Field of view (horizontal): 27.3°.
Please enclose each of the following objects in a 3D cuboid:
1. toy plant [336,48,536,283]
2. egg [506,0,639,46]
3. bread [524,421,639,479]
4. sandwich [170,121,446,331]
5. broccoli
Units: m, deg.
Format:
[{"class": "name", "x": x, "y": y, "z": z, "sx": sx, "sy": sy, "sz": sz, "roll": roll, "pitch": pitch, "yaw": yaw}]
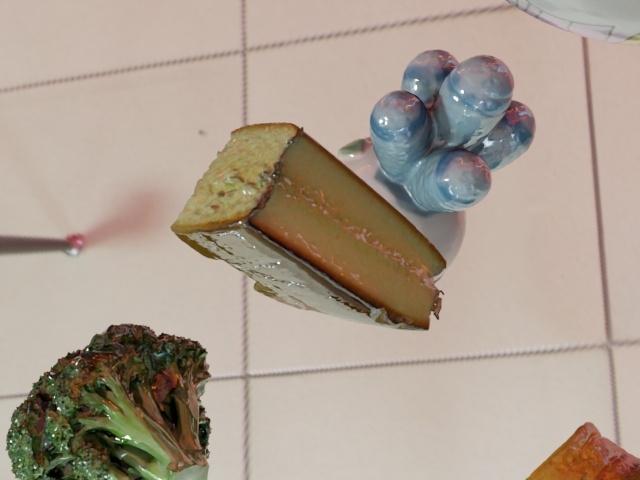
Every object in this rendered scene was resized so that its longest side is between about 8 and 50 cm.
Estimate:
[{"class": "toy plant", "x": 0.149, "y": -0.112, "z": 1.733, "sx": 0.247, "sy": 0.247, "sz": 0.332, "roll": 60, "pitch": 139, "yaw": 23}, {"class": "egg", "x": 0.236, "y": -0.245, "z": 1.019, "sx": 0.271, "sy": 0.196, "sz": 0.196, "roll": 28, "pitch": 84, "yaw": -11}, {"class": "bread", "x": 0.333, "y": 0.378, "z": 1.837, "sx": 0.270, "sy": 0.195, "sz": 0.142, "roll": -41, "pitch": 72, "yaw": -11}, {"class": "sandwich", "x": 0.000, "y": 0.000, "z": 1.197, "sx": 0.128, "sy": 0.236, "sz": 0.122, "roll": 1, "pitch": 59, "yaw": 51}, {"class": "broccoli", "x": -0.259, "y": 0.264, "z": 1.737, "sx": 0.275, "sy": 0.308, "sz": 0.308, "roll": 36, "pitch": 89, "yaw": 36}]
